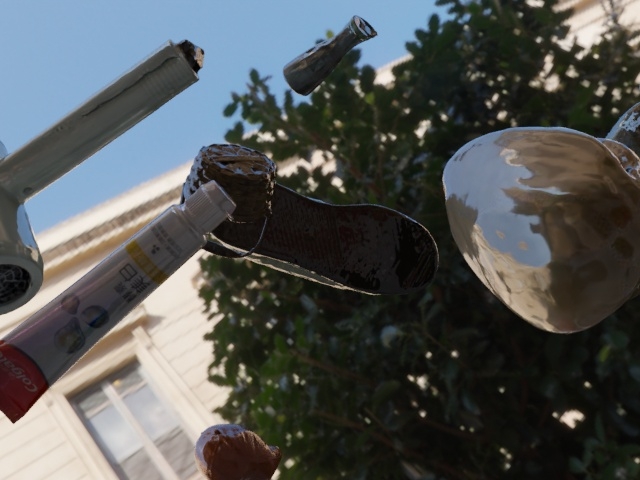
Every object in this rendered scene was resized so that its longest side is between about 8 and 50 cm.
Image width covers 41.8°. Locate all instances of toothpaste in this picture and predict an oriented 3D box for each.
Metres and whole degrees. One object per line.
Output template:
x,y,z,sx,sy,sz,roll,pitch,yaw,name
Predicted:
-0.129,0.033,0.499,0.190,0.031,0.048,-40,-72,1,toothpaste

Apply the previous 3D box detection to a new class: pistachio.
0.178,-0.018,0.661,0.138,0.238,0.153,22,-75,-23,pistachio

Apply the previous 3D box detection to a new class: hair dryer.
-0.174,-0.059,0.591,0.236,0.131,0.073,-33,-33,0,hair dryer

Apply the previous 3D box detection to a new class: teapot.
0.010,-0.206,0.924,0.110,0.043,0.043,-34,-30,29,teapot

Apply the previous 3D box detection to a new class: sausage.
-0.118,0.311,1.199,0.089,0.089,0.179,-52,-35,2,sausage

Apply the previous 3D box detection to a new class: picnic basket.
-0.072,-0.027,0.637,0.072,0.072,0.083,-8,-54,-40,picnic basket

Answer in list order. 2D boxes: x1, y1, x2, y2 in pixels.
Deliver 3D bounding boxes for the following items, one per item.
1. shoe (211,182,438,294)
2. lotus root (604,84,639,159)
0.000,0.000,0.960,0.098,0.275,0.103,126,162,-75,shoe
0.310,-0.080,0.807,0.088,0.088,0.165,20,-89,-50,lotus root
